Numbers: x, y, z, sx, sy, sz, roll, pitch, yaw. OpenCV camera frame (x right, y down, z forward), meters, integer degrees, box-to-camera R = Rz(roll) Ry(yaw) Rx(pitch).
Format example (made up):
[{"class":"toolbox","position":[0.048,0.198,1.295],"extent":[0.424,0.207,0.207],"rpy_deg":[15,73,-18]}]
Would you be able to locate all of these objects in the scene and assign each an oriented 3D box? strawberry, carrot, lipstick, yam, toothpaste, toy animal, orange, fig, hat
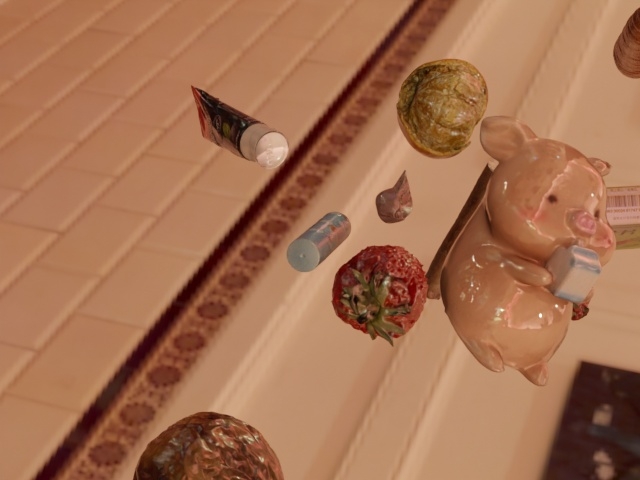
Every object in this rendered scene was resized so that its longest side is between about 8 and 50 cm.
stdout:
[{"class":"strawberry","position":[0.080,0.066,1.662],"extent":[0.148,0.131,0.131],"rpy_deg":[-45,144,-79]},{"class":"carrot","position":[0.419,-0.261,1.618],"extent":[0.336,0.069,0.069],"rpy_deg":[9,92,-79]},{"class":"lipstick","position":[0.000,0.000,1.698],"extent":[0.158,0.048,0.048],"rpy_deg":[-41,139,-67]},{"class":"yam","position":[0.228,-0.009,2.000],"extent":[0.264,0.046,0.046],"rpy_deg":[-64,171,28]},{"class":"toothpaste","position":[-0.103,-0.128,1.458],"extent":[0.045,0.193,0.071],"rpy_deg":[-24,121,-24]},{"class":"toy animal","position":[0.250,0.010,1.497],"extent":[0.256,0.195,0.213],"rpy_deg":[-58,-151,15]},{"class":"orange","position":[0.183,-0.204,1.902],"extent":[0.156,0.134,0.157],"rpy_deg":[18,90,-88]},{"class":"fig","position":[-0.120,0.443,2.065],"extent":[0.286,0.368,0.286],"rpy_deg":[11,90,-72]},{"class":"hat","position":[0.098,-0.056,1.688],"extent":[0.087,0.042,0.058],"rpy_deg":[-73,156,-44]}]

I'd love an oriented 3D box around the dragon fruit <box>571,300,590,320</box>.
[{"class":"dragon fruit","position":[0.383,0.087,2.072],"extent":[0.130,0.142,0.121],"rpy_deg":[-68,171,17]}]

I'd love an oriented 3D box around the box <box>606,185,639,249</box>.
[{"class":"box","position":[0.379,-0.027,1.843],"extent":[0.175,0.260,0.062],"rpy_deg":[91,-4,-77]}]
